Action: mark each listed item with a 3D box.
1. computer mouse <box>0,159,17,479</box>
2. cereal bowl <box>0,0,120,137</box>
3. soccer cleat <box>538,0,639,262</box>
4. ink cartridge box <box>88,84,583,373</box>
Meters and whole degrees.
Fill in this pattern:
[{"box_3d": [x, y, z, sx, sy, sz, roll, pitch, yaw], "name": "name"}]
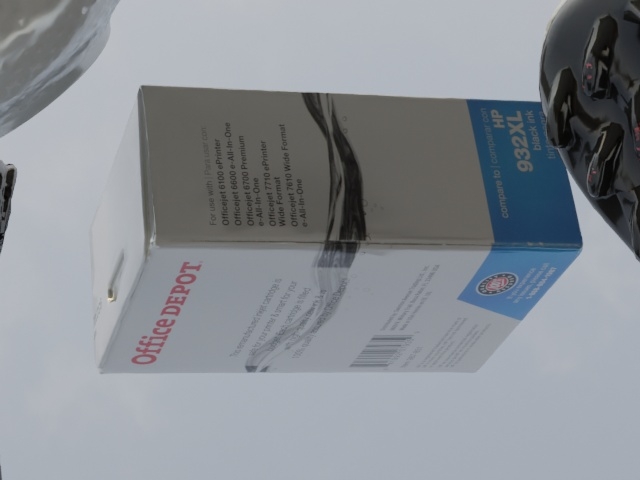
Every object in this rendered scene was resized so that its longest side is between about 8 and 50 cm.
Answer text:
[{"box_3d": [-0.150, 0.101, 0.575, 0.060, 0.262, 0.184, 17, -129, -26], "name": "computer mouse"}, {"box_3d": [-0.252, -0.157, 1.157, 0.141, 0.339, 0.339, 56, -129, -25], "name": "cereal bowl"}, {"box_3d": [0.185, 0.033, 0.430, 0.318, 0.108, 0.116, 50, -130, -11], "name": "soccer cleat"}, {"box_3d": [0.000, 0.000, 1.213, 0.307, 0.223, 0.129, 1, -117, -17], "name": "ink cartridge box"}]
